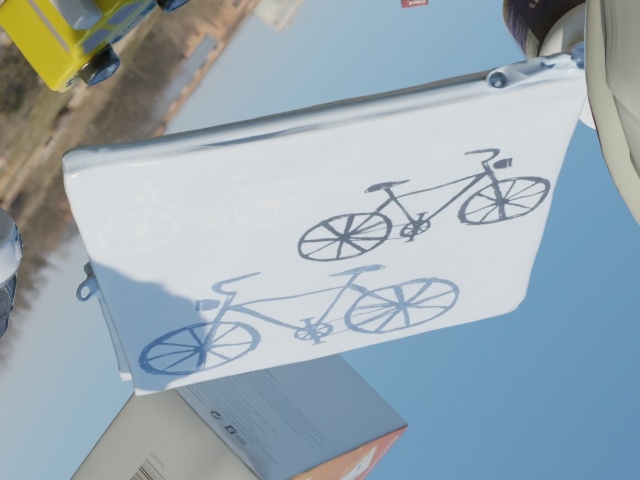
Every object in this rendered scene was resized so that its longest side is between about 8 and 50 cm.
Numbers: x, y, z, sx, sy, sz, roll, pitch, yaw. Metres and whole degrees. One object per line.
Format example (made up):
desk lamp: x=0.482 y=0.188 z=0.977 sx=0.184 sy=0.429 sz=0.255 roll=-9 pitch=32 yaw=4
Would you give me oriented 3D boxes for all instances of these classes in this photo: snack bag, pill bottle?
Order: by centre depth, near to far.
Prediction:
snack bag: x=0.000 y=0.000 z=0.761 sx=0.342 sy=0.323 sz=0.037 roll=89 pitch=-12 yaw=-61
pill bottle: x=0.332 y=-0.250 z=1.424 sx=0.153 sy=0.153 sz=0.265 roll=-49 pitch=-152 yaw=22

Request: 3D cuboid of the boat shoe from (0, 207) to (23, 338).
boat shoe: x=-0.240 y=0.038 z=0.484 sx=0.080 sy=0.228 sz=0.076 roll=44 pitch=-42 yaw=42

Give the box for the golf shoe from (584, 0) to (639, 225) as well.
golf shoe: x=0.144 y=0.013 z=0.271 sx=0.115 sy=0.306 sz=0.140 roll=-15 pitch=174 yaw=4

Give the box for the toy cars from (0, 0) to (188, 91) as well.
toy cars: x=-0.275 y=-0.204 z=0.894 sx=0.087 sy=0.393 sz=0.176 roll=-37 pitch=131 yaw=-65

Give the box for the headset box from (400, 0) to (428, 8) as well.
headset box: x=0.099 y=-0.301 z=1.253 sx=0.083 sy=0.032 sz=0.062 roll=74 pitch=10 yaw=-58

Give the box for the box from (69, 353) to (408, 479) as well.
box: x=-0.086 y=0.244 z=1.236 sx=0.215 sy=0.168 sz=0.345 roll=-53 pitch=160 yaw=18
